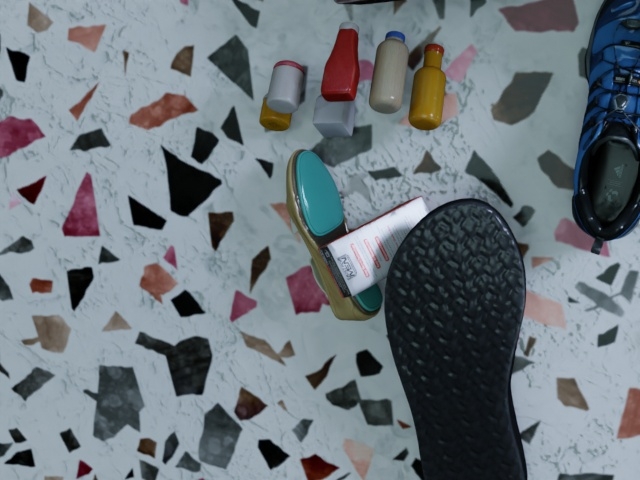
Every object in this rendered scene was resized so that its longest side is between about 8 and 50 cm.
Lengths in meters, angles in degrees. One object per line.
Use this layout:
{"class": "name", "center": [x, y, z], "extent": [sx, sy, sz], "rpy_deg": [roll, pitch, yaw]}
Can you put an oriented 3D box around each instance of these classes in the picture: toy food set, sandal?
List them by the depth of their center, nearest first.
{"class": "toy food set", "center": [0.031, -0.198, 1.253], "extent": [0.232, 0.111, 0.105], "rpy_deg": [1, 69, 24]}
{"class": "sandal", "center": [0.173, 0.151, 1.286], "extent": [0.167, 0.107, 0.446], "rpy_deg": [-1, 112, 12]}

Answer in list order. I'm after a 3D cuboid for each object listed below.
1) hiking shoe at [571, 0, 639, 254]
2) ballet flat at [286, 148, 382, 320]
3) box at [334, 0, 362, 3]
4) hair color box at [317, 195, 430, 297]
{"class": "hiking shoe", "center": [0.350, -0.141, 1.162], "extent": [0.113, 0.132, 0.304], "rpy_deg": [5, 101, 13]}
{"class": "ballet flat", "center": [0.000, 0.000, 1.309], "extent": [0.073, 0.080, 0.232], "rpy_deg": [-22, 92, 46]}
{"class": "box", "center": [0.200, -0.380, 1.155], "extent": [0.381, 0.143, 0.191], "rpy_deg": [-3, 100, 13]}
{"class": "hair color box", "center": [0.076, 0.008, 1.267], "extent": [0.141, 0.043, 0.072], "rpy_deg": [-27, 93, -19]}
